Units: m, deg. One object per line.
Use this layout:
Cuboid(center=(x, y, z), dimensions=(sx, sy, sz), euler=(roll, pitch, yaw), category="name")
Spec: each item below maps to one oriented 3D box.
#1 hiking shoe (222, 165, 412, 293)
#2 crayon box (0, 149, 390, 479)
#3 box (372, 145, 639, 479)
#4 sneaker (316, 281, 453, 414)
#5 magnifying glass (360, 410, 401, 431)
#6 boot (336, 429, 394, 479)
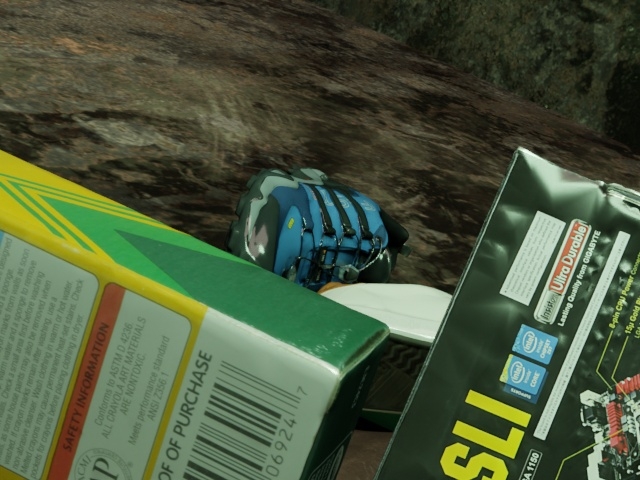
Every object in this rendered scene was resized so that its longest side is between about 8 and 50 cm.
Cuboid(center=(0.000, 0.000, 1.167), dimensions=(0.132, 0.113, 0.304), euler=(22, 18, 10), category="hiking shoe")
Cuboid(center=(-0.151, 0.075, 0.659), dimensions=(0.323, 0.203, 0.083), euler=(24, 18, 14), category="crayon box")
Cuboid(center=(0.143, 0.152, 0.573), dimensions=(0.257, 0.322, 0.079), euler=(21, -16, 11), category="box")
Cuboid(center=(0.126, 0.086, 0.989), dimensions=(0.290, 0.106, 0.123), euler=(17, 22, -5), category="sneaker")
Cuboid(center=(0.032, 0.117, 1.007), dimensions=(0.231, 0.026, 0.092), euler=(13, 20, -15), category="magnifying glass")
Cuboid(center=(0.002, 0.131, 0.830), dimensions=(0.207, 0.090, 0.248), euler=(25, 22, 9), category="boot")
